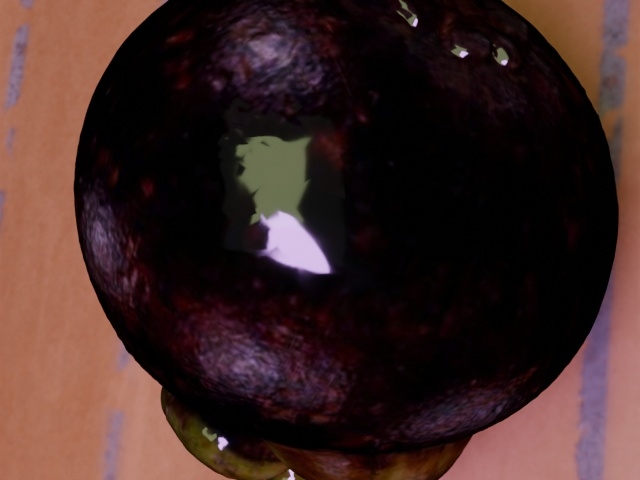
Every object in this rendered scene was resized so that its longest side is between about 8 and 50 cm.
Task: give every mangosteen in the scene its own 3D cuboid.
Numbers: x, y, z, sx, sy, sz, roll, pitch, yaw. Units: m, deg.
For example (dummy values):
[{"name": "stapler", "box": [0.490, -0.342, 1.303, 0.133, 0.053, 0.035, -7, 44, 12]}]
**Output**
[{"name": "mangosteen", "box": [0.008, -0.012, 0.742, 0.297, 0.313, 0.296, 6, 65, -14]}]
